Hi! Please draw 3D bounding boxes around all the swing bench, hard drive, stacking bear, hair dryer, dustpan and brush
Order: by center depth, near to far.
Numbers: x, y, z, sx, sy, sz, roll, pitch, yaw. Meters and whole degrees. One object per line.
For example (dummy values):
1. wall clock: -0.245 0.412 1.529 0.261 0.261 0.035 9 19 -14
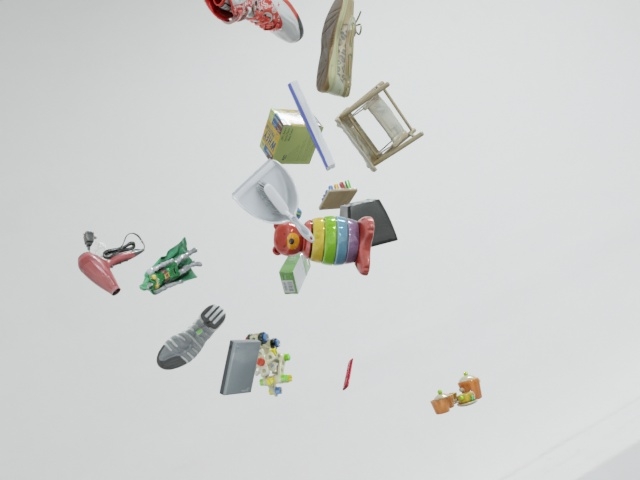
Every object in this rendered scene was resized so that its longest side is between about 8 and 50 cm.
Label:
1. dustpan and brush: -0.090 -0.075 1.314 0.147 0.211 0.060 -47 23 -21
2. hard drive: -0.202 0.319 1.391 0.022 0.135 0.094 12 1 40
3. stacking bear: 0.000 0.000 1.664 0.289 0.175 0.164 4 13 -6
4. hair dryer: -0.750 0.070 1.979 0.223 0.294 0.080 3 -40 -18
5. hard drive: -0.029 -0.413 2.020 0.040 0.319 0.210 -25 3 3
6. swing bench: 0.224 -0.451 2.183 0.254 0.253 0.165 -36 15 8

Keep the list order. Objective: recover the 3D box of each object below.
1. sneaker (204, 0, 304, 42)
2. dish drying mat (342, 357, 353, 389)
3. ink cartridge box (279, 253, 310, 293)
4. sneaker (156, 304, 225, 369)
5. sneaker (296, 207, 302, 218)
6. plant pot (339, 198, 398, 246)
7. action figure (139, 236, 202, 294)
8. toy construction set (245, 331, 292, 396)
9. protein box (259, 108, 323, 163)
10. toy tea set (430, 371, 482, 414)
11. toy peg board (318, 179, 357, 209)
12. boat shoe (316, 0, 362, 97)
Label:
1. sneaker: -0.148 -0.485 1.160 0.090 0.145 0.270 0 -32 38
2. dish drying mat: 0.072 0.351 1.450 0.032 0.008 0.083 117 171 -46
3. ink cartridge box: -0.101 0.117 2.255 0.062 0.109 0.209 -2 29 17
4. sneaker: -0.360 0.284 1.547 0.228 0.086 0.132 -41 -5 -26
5. sneaker: -0.158 -0.114 1.923 0.188 0.078 0.067 12 -65 -26
6. plant pot: 0.166 -0.067 2.114 0.187 0.167 0.188 -14 7 -11
7. action figure: -0.444 0.093 1.620 0.063 0.137 0.232 -8 18 32
8. toy construction set: -0.214 0.484 2.186 0.151 0.215 0.328 -5 -26 7
9. protein box: -0.129 -0.451 2.398 0.201 0.136 0.200 -6 -44 -33
10. toy tea set: 0.574 0.645 2.359 0.200 0.124 0.336 -21 -14 20
11. toy peg board: 0.079 -0.235 2.793 0.160 0.079 0.161 -5 -29 -25
12. boat shoe: 0.056 -0.535 1.511 0.089 0.285 0.104 11 0 -23
